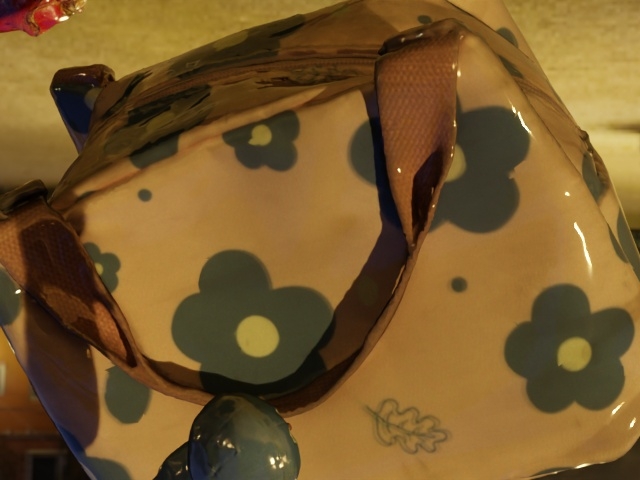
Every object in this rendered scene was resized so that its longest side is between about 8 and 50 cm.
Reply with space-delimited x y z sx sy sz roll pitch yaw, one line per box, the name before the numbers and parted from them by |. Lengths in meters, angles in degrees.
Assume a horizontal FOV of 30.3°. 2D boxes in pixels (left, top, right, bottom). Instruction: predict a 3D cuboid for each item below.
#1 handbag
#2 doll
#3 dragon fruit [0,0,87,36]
handbag | 0.000 0.000 0.501 0.251 0.193 0.190 -19 -148 13
doll | -0.038 0.083 0.368 0.027 0.037 0.125 -25 163 -37
dragon fruit | -0.309 -0.225 0.953 0.246 0.125 0.125 -8 151 -8
